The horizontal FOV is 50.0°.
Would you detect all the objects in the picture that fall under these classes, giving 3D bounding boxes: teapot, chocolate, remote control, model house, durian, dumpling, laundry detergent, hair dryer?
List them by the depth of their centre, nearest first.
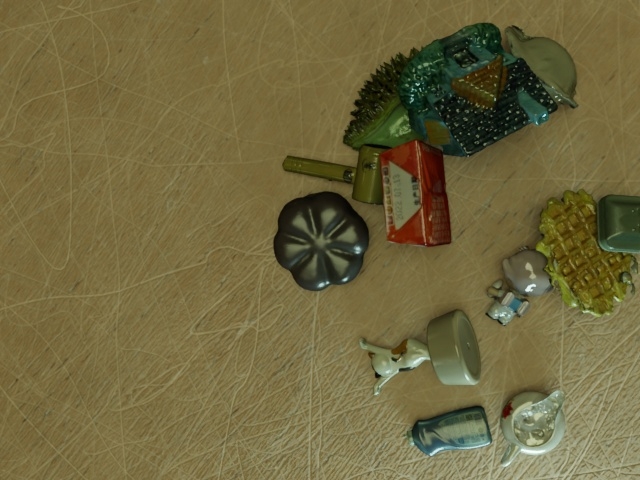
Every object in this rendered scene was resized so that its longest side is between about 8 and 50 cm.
[{"bbox_3d":[0.340,-0.299,1.480,0.261,0.226,0.241,-30,45,-4],"label":"model house"},{"bbox_3d":[0.789,-0.032,1.534,0.335,0.065,0.128,3,81,-5],"label":"remote control"},{"bbox_3d":[0.498,-0.389,1.570,0.247,0.172,0.142,49,118,5],"label":"dumpling"},{"bbox_3d":[0.222,-0.101,1.582,0.108,0.237,0.235,-5,89,25],"label":"chocolate"},{"bbox_3d":[0.491,0.434,1.606,0.145,0.092,0.226,32,96,10],"label":"teapot"},{"bbox_3d":[0.302,0.462,1.650,0.206,0.061,0.097,-13,90,9],"label":"laundry detergent"},{"bbox_3d":[0.220,-0.345,1.665,0.394,0.163,0.198,-33,124,12],"label":"durian"},{"bbox_3d":[0.041,-0.179,1.677,0.278,0.090,0.135,12,108,18],"label":"hair dryer"}]

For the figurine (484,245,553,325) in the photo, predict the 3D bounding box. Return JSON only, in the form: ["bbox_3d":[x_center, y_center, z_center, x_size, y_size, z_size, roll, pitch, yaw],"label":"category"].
[{"bbox_3d":[0.473,0.098,1.605,0.137,0.112,0.229,33,105,3],"label":"figurine"}]

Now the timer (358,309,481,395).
[{"bbox_3d":[0.228,0.276,1.635,0.266,0.175,0.175,-16,87,25],"label":"timer"}]

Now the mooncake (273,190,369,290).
[{"bbox_3d":[0.000,0.000,1.668,0.244,0.133,0.245,1,97,6],"label":"mooncake"}]

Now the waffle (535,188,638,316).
[{"bbox_3d":[0.600,0.026,1.558,0.262,0.060,0.281,20,74,-11],"label":"waffle"}]
